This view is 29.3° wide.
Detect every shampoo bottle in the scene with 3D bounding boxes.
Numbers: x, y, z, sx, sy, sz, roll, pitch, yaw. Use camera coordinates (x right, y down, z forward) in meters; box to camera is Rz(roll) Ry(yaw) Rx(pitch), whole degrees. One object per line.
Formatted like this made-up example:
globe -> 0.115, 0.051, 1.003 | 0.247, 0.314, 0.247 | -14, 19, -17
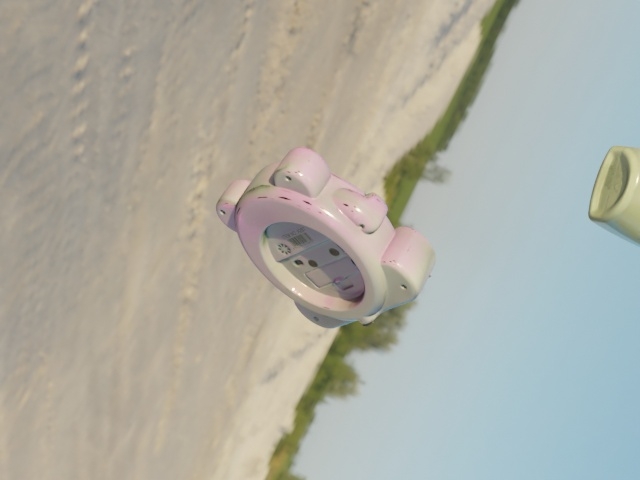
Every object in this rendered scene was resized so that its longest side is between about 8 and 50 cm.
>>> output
shampoo bottle -> 0.291, -0.009, 0.882 | 0.049, 0.212, 0.072 | 9, -100, 66

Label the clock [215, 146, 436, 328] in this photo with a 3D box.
clock -> 0.000, 0.000, 1.584 | 0.227, 0.248, 0.090 | -24, -153, 48
